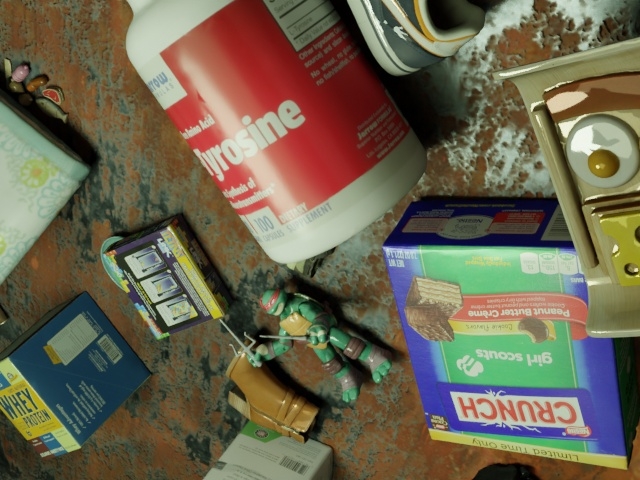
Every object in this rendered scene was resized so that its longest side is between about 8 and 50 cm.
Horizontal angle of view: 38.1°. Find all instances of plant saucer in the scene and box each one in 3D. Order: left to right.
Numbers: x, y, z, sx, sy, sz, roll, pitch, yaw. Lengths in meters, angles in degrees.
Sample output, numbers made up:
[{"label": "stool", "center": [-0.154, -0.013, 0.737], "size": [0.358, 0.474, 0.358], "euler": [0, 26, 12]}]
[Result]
[{"label": "plant saucer", "center": [-0.309, 0.040, 1.536], "size": [0.119, 0.021, 0.119], "euler": [17, 130, 22]}]

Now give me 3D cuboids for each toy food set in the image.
[{"label": "toy food set", "center": [-0.442, -0.232, 1.428], "size": [0.122, 0.019, 0.078], "euler": [25, 132, 16]}, {"label": "toy food set", "center": [0.311, -0.046, 0.868], "size": [0.219, 0.092, 0.306], "euler": [-9, 114, 37]}]

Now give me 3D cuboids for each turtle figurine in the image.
[{"label": "turtle figurine", "center": [-0.019, 0.139, 1.353], "size": [0.234, 0.118, 0.175], "euler": [34, 150, -13]}]

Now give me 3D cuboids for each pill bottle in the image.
[{"label": "pill bottle", "center": [-0.073, -0.195, 1.070], "size": [0.229, 0.229, 0.408], "euler": [-24, 106, 42]}]

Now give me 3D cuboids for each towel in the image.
[{"label": "towel", "center": [-0.592, -0.105, 1.450], "size": [0.374, 0.090, 0.321], "euler": [39, 93, 7]}]

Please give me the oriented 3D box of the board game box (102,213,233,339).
[{"label": "board game box", "center": [-0.240, 0.059, 1.466], "size": [0.141, 0.048, 0.170], "euler": [-21, 109, 25]}]

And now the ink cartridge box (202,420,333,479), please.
[{"label": "ink cartridge box", "center": [-0.099, 0.414, 1.529], "size": [0.160, 0.219, 0.093], "euler": [17, 129, 22]}]

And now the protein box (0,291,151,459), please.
[{"label": "protein box", "center": [-0.454, 0.239, 1.648], "size": [0.136, 0.201, 0.200], "euler": [-25, 105, 42]}]

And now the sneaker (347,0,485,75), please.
[{"label": "sneaker", "center": [0.061, -0.328, 0.962], "size": [0.127, 0.126, 0.321], "euler": [-13, 124, 43]}]

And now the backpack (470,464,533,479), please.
[{"label": "backpack", "center": [0.269, 0.438, 1.376], "size": [0.115, 0.152, 0.182], "euler": [3, 127, 51]}]

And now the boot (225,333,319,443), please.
[{"label": "boot", "center": [-0.071, 0.241, 1.494], "size": [0.152, 0.073, 0.197], "euler": [27, 144, 16]}]

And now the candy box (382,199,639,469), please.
[{"label": "candy box", "center": [0.244, 0.114, 1.157], "size": [0.268, 0.122, 0.317], "euler": [1, 123, 30]}]

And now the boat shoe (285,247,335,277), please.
[{"label": "boat shoe", "center": [0.000, 0.000, 1.288], "size": [0.049, 0.056, 0.152], "euler": [35, 143, 1]}]

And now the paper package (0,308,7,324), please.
[{"label": "paper package", "center": [-0.825, 0.089, 1.808], "size": [0.309, 0.168, 0.325], "euler": [-14, 112, 37]}]
